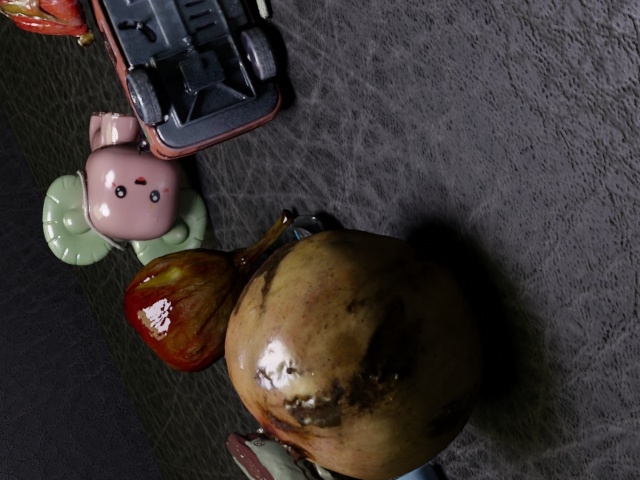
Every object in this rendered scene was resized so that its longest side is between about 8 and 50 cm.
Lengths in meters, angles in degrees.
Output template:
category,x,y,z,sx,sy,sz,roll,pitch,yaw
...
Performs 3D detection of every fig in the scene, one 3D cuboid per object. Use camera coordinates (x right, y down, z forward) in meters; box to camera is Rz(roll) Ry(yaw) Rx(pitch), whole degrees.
category,x,y,z,sx,sy,sz,roll,pitch,yaw
fig,-0.175,0.051,2.167,0.190,0.191,0.290,45,114,48

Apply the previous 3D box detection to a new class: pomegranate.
category,x,y,z,sx,sy,sz,roll,pitch,yaw
pomegranate,0.041,0.134,1.715,0.322,0.322,0.322,52,155,36

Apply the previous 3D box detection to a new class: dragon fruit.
category,x,y,z,sx,sy,sz,roll,pitch,yaw
dragon fruit,-0.415,-0.364,1.991,0.223,0.148,0.218,84,164,-65

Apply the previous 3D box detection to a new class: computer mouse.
category,x,y,z,sx,sy,sz,roll,pitch,yaw
computer mouse,0.000,0.000,2.024,0.079,0.047,0.135,61,170,-17

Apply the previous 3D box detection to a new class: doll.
category,x,y,z,sx,sy,sz,roll,pitch,yaw
doll,-0.330,-0.082,2.516,0.216,0.284,0.268,-172,91,-72

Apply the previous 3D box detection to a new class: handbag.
category,x,y,z,sx,sy,sz,roll,pitch,yaw
handbag,-0.022,0.401,2.329,0.235,0.213,0.127,48,113,39

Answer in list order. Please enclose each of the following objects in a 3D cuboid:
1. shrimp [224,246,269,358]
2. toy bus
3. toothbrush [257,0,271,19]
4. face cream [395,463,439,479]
category,x,y,z,sx,sy,sz,roll,pitch,yaw
shrimp,-0.078,0.174,2.287,0.116,0.145,0.343,107,144,-80
toy bus,-0.221,-0.324,2.025,0.233,0.203,0.426,145,103,-78
toothbrush,-0.107,-0.422,1.886,0.026,0.028,0.294,32,145,60
face cream,0.176,0.430,1.980,0.250,0.077,0.077,62,160,15
